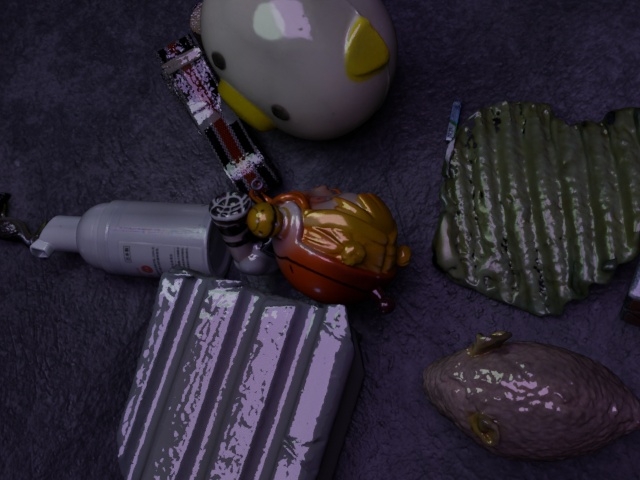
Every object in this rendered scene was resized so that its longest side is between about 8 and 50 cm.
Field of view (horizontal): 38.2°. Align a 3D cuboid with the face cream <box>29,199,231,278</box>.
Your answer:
[{"bbox_3d":[-0.359,-0.006,1.726,0.370,0.145,0.145,5,76,13],"label":"face cream"}]

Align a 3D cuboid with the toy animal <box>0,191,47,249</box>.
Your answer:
[{"bbox_3d":[-0.624,-0.026,1.850,0.202,0.070,0.105,31,94,14],"label":"toy animal"}]

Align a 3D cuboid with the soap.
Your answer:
[{"bbox_3d":[-0.135,0.300,1.552,0.350,0.213,0.435,13,78,14],"label":"soap"}]

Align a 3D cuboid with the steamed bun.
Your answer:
[{"bbox_3d":[-0.039,-0.357,1.648,0.374,0.334,0.334,39,86,4],"label":"steamed bun"}]

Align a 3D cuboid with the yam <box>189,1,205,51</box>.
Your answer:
[{"bbox_3d":[-0.208,-0.410,1.816,0.084,0.127,0.084,-2,77,9],"label":"yam"}]

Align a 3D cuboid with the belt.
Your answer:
[{"bbox_3d":[-0.198,-0.232,1.773,0.094,0.126,0.359,-31,76,-7],"label":"belt"}]

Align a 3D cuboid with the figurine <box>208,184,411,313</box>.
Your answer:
[{"bbox_3d":[-0.002,0.004,1.560,0.323,0.320,0.196,12,97,35],"label":"figurine"}]

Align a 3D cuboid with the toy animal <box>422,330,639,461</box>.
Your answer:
[{"bbox_3d":[0.329,0.251,1.446,0.358,0.226,0.188,3,76,15],"label":"toy animal"}]

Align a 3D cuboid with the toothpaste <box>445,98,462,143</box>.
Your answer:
[{"bbox_3d":[0.247,-0.220,1.708,0.017,0.020,0.083,10,77,12],"label":"toothpaste"}]

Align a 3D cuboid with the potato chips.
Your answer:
[{"bbox_3d":[0.386,-0.069,1.588,0.373,0.097,0.389,12,80,28],"label":"potato chips"}]

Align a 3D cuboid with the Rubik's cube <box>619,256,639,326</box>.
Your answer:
[{"bbox_3d":[0.605,0.051,1.448,0.205,0.207,0.205,21,82,19],"label":"Rubik's cube"}]
